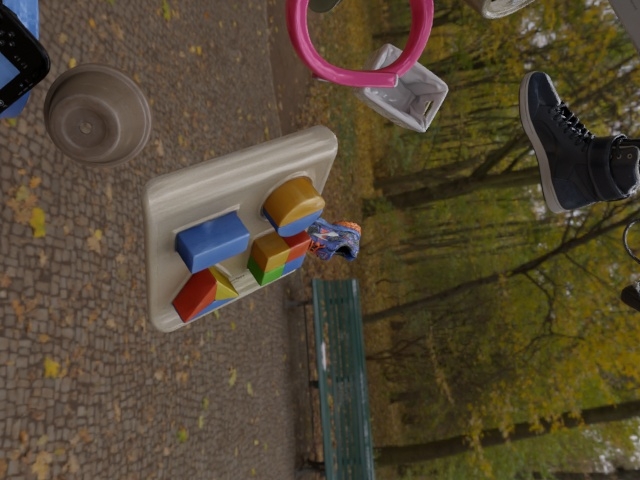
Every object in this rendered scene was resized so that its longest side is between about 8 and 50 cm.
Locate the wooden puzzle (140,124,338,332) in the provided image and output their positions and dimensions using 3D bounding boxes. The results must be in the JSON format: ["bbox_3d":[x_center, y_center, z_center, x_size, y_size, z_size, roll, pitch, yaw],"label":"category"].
[{"bbox_3d":[-0.122,0.005,0.837,0.080,0.322,0.348,49,-34,25],"label":"wooden puzzle"}]

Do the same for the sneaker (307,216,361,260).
[{"bbox_3d":[0.000,0.000,1.147,0.083,0.221,0.087,136,-49,-55],"label":"sneaker"}]

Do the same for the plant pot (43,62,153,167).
[{"bbox_3d":[-0.546,-0.290,1.250,0.229,0.262,0.263,-126,-157,-66],"label":"plant pot"}]

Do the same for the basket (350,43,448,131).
[{"bbox_3d":[0.159,-0.314,1.077,0.113,0.167,0.103,-61,-160,3],"label":"basket"}]

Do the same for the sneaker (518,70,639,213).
[{"bbox_3d":[0.396,-0.160,0.759,0.163,0.086,0.227,-10,-77,58],"label":"sneaker"}]

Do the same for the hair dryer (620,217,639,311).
[{"bbox_3d":[0.519,0.128,0.738,0.224,0.080,0.294,55,9,-44],"label":"hair dryer"}]

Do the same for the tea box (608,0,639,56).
[{"bbox_3d":[0.574,-0.382,0.687,0.329,0.323,0.220,60,-29,-2],"label":"tea box"}]

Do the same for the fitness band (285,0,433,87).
[{"bbox_3d":[0.073,-0.371,0.875,0.054,0.290,0.209,37,-54,50],"label":"fitness band"}]

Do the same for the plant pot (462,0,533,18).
[{"bbox_3d":[0.223,-0.465,0.716,0.274,0.256,0.256,65,9,10],"label":"plant pot"}]

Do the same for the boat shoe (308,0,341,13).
[{"bbox_3d":[0.042,-0.667,1.354,0.068,0.227,0.081,-43,114,-22],"label":"boat shoe"}]

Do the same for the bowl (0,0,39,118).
[{"bbox_3d":[-0.746,-0.472,1.194,0.077,0.390,0.392,-2,85,-44],"label":"bowl"}]

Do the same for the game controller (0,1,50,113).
[{"bbox_3d":[-0.699,-0.339,1.043,0.167,0.319,0.067,55,21,-22],"label":"game controller"}]
